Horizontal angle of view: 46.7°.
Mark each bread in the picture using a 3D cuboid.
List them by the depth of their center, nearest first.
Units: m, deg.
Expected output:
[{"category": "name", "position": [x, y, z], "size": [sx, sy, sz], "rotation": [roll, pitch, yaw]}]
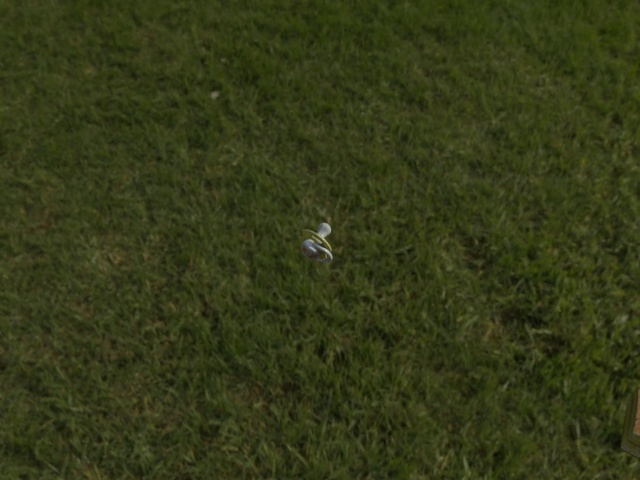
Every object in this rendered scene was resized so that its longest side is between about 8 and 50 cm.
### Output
[{"category": "bread", "position": [0.379, 0.212, 0.805], "size": [0.094, 0.035, 0.090], "rotation": [27, 33, 14]}]

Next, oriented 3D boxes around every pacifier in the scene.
[{"category": "pacifier", "position": [0.000, 0.000, 1.244], "size": [0.068, 0.083, 0.064], "rotation": [34, 67, 1]}]
